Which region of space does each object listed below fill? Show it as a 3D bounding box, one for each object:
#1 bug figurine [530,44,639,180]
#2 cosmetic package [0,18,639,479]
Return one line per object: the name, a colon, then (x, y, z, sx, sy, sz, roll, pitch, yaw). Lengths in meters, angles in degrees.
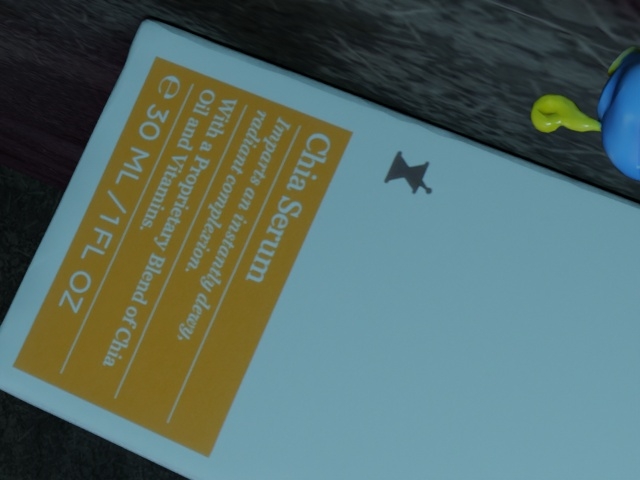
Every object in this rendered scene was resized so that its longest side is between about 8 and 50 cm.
bug figurine: (0.126, -0.044, 0.221, 0.216, 0.072, 0.279, 15, 167, 22)
cosmetic package: (0.069, 0.071, 0.729, 0.453, 0.230, 0.161, 22, 173, 14)
